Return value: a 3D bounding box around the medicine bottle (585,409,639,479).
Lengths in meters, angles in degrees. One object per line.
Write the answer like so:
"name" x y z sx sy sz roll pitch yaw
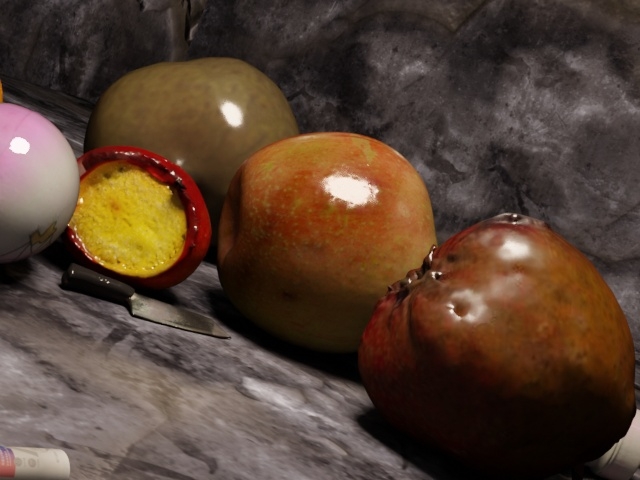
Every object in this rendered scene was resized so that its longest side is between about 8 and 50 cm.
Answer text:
"medicine bottle" 0.294 0.230 1.488 0.296 0.111 0.161 24 8 1

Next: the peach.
"peach" -0.245 -0.029 1.431 0.190 0.196 0.226 -19 26 -25

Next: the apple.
"apple" 0.000 0.000 1.501 0.277 0.319 0.319 0 15 -16

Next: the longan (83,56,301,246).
"longan" -0.211 -0.149 1.817 0.361 0.360 0.361 22 8 -3

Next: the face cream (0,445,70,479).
"face cream" -0.237 0.158 0.747 0.130 0.034 0.034 14 12 -45

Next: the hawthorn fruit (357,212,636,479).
"hawthorn fruit" 0.216 0.136 1.270 0.325 0.308 0.308 38 12 16

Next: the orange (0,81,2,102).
"orange" -0.558 -0.196 1.486 0.240 0.240 0.240 22 8 -3

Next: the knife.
"knife" -0.213 0.086 1.358 0.230 0.028 0.060 22 19 -25

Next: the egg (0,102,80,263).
"egg" -0.384 -0.066 1.290 0.196 0.196 0.271 21 -10 -11
